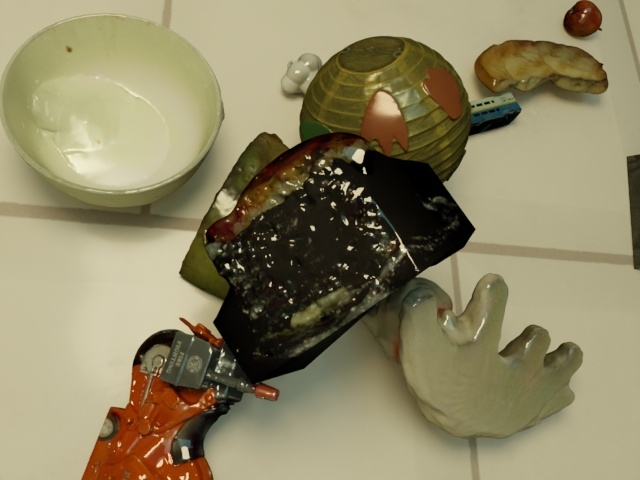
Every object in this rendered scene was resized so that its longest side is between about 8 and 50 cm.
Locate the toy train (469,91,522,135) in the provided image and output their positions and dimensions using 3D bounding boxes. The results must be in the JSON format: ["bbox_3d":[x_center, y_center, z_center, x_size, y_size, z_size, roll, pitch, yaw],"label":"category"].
[{"bbox_3d":[0.255,-0.215,0.983,0.233,0.052,0.051,-18,73,-20],"label":"toy train"}]

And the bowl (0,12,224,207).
[{"bbox_3d":[-0.282,-0.162,0.763,0.276,0.145,0.277,6,68,-15],"label":"bowl"}]

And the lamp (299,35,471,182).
[{"bbox_3d":[0.093,-0.149,0.799,0.249,0.284,0.250,-7,46,8],"label":"lamp"}]

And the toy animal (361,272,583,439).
[{"bbox_3d":[0.214,0.160,0.794,0.307,0.188,0.267,-13,97,-28],"label":"toy animal"}]

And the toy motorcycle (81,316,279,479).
[{"bbox_3d":[-0.165,0.263,0.644,0.221,0.148,0.326,13,72,14],"label":"toy motorcycle"}]

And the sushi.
[{"bbox_3d":[0.000,0.000,0.622,0.213,0.227,0.215,54,38,6],"label":"sushi"}]

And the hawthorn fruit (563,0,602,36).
[{"bbox_3d":[0.559,-0.470,1.153,0.077,0.077,0.077,5,69,-14],"label":"hawthorn fruit"}]

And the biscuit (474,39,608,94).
[{"bbox_3d":[0.422,-0.339,1.060,0.298,0.045,0.154,-5,51,-19],"label":"biscuit"}]

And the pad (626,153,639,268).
[{"bbox_3d":[0.740,-0.080,0.936,0.007,0.367,0.248,34,58,-45],"label":"pad"}]

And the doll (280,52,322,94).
[{"bbox_3d":[0.006,-0.249,0.920,0.162,0.062,0.106,43,66,1],"label":"doll"}]

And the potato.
[{"bbox_3d":[-0.029,-0.012,0.799,0.255,0.112,0.270,29,67,-5],"label":"potato"}]
